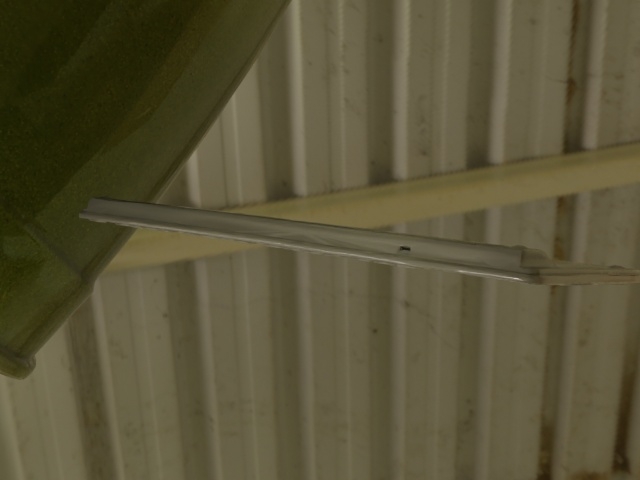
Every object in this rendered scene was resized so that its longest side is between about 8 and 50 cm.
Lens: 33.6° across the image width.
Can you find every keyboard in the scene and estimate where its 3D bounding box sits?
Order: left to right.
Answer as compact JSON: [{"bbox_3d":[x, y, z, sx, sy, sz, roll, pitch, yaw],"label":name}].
[{"bbox_3d":[0.000,0.000,0.438,0.072,0.256,0.014,10,-91,-46],"label":"keyboard"}]

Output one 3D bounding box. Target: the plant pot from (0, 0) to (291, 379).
[{"bbox_3d":[-0.188,-0.163,0.680,0.353,0.366,0.366,-44,-64,-9],"label":"plant pot"}]
